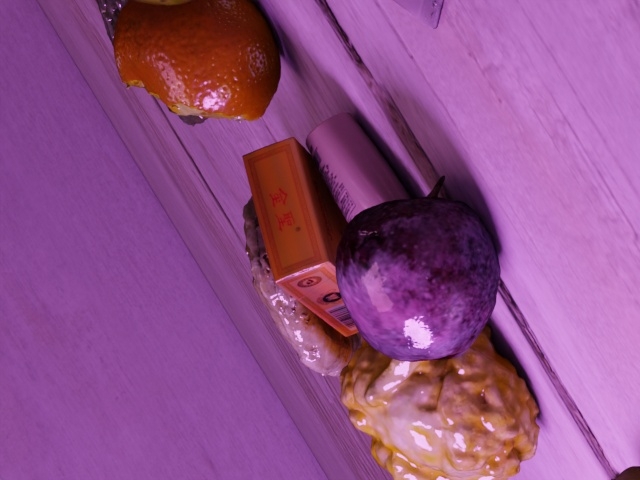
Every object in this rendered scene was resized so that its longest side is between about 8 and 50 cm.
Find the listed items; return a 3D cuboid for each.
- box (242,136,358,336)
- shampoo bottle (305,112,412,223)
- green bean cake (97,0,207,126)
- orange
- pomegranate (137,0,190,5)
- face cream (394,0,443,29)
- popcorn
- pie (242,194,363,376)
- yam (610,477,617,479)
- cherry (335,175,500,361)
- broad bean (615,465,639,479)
[{"bbox_3d":[0.000,0.000,2.016,0.274,0.076,0.174,41,-151,-64],"label":"box"},{"bbox_3d":[0.074,-0.030,1.914,0.257,0.078,0.127,60,162,16],"label":"shampoo bottle"},{"bbox_3d":[-0.224,-0.317,2.338,0.255,0.132,0.241,50,162,36],"label":"green bean cake"},{"bbox_3d":[-0.162,-0.259,2.082,0.237,0.179,0.158,35,140,40],"label":"orange"},{"bbox_3d":[-0.183,-0.364,1.920,0.159,0.190,0.241,36,172,-14],"label":"pomegranate"},{"bbox_3d":[0.002,-0.327,1.481,0.314,0.089,0.143,48,165,12],"label":"face cream"},{"bbox_3d":[0.141,0.196,1.932,0.256,0.195,0.255,21,142,23],"label":"popcorn"},{"bbox_3d":[-0.018,0.045,2.175,0.306,0.071,0.306,45,-151,-34],"label":"pie"},{"bbox_3d":[0.328,0.321,1.868,0.234,0.029,0.027,86,162,-65],"label":"yam"},{"bbox_3d":[0.107,0.040,1.721,0.195,0.195,0.195,55,168,18],"label":"cherry"},{"bbox_3d":[0.350,0.324,1.569,0.263,0.121,0.189,42,156,61],"label":"broad bean"}]
